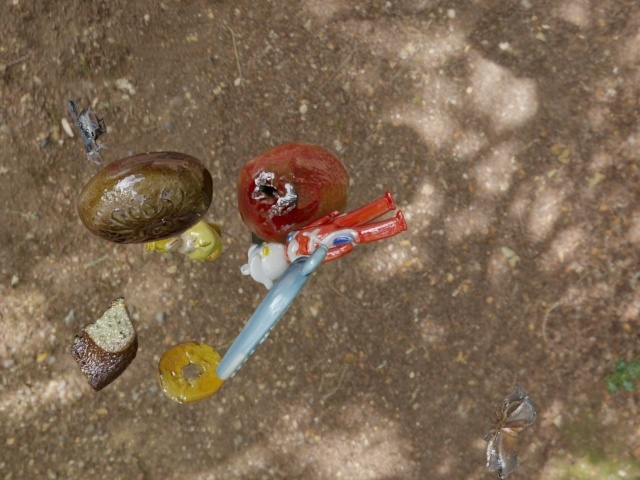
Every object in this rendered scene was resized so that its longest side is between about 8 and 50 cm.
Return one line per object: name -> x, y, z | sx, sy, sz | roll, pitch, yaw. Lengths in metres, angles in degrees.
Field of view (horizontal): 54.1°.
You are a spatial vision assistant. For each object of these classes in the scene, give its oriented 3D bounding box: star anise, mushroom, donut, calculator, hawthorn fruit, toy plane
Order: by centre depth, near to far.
calculator -> -0.082, 0.117, 1.049 | 0.042, 0.188, 0.302 | 37, 112, 2
mushroom -> -0.372, -0.085, 1.360 | 0.297, 0.163, 0.278 | -11, 172, -34
star anise -> 0.419, 0.419, 1.403 | 0.063, 0.172, 0.207 | 20, 84, -1
donut -> -0.493, 0.252, 1.476 | 0.187, 0.126, 0.144 | -35, 143, -8
hawthorn fruit -> -0.081, -0.121, 1.578 | 0.284, 0.284, 0.369 | -48, 164, 13
donut -> -0.339, 0.348, 1.637 | 0.179, 0.162, 0.065 | 0, 154, -29
toy plane -> -0.610, -0.283, 1.662 | 0.053, 0.197, 0.078 | -30, 161, 23

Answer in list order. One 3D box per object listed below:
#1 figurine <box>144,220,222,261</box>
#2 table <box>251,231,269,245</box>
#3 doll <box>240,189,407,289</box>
figurine -> -0.409, 0.004, 1.915 | 0.246, 0.156, 0.131 | -2, 87, -42
table -> -0.138, -0.087, 1.939 | 0.173, 0.169, 0.193 | -3, 137, -1
doll -> 0.000, 0.000, 1.412 | 0.384, 0.188, 0.099 | -25, 114, 3
